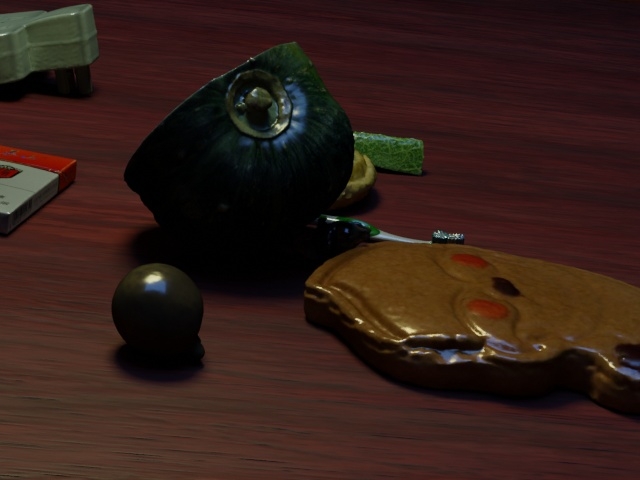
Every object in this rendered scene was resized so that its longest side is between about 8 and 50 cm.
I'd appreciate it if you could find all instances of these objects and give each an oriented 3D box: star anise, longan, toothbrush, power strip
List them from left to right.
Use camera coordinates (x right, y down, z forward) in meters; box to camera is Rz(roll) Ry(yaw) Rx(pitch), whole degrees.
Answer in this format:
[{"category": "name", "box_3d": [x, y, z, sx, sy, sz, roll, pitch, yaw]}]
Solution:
[{"category": "power strip", "box_3d": [-0.492, -0.298, 2.522, 0.261, 0.141, 0.229, -4, 18, 8]}, {"category": "longan", "box_3d": [-0.166, 0.080, 1.648, 0.119, 0.106, 0.106, 46, 19, -9]}, {"category": "star anise", "box_3d": [0.004, -0.002, 1.975, 0.124, 0.056, 0.129, -13, 4, 2]}, {"category": "toothbrush", "box_3d": [0.042, -0.015, 2.071, 0.304, 0.030, 0.030, 9, 20, 9]}]

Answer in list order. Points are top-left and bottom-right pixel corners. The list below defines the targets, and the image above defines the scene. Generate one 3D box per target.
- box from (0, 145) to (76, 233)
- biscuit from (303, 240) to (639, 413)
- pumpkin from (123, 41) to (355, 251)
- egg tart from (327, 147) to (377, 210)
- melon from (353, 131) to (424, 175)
[{"category": "box", "box_3d": [-0.423, -0.072, 2.030, 0.139, 0.035, 0.245, 11, 21, 10]}, {"category": "biscuit", "box_3d": [0.206, 0.084, 1.814, 0.455, 0.078, 0.350, 7, 17, -2]}, {"category": "pumpkin", "box_3d": [-0.084, -0.089, 1.942, 0.293, 0.263, 0.197, -33, 86, -39]}, {"category": "egg tart", "box_3d": [-0.060, -0.131, 2.216, 0.290, 0.115, 0.290, 8, 19, -3]}, {"category": "melon", "box_3d": [0.032, -0.153, 2.397, 0.261, 0.053, 0.114, 10, 13, 4]}]
